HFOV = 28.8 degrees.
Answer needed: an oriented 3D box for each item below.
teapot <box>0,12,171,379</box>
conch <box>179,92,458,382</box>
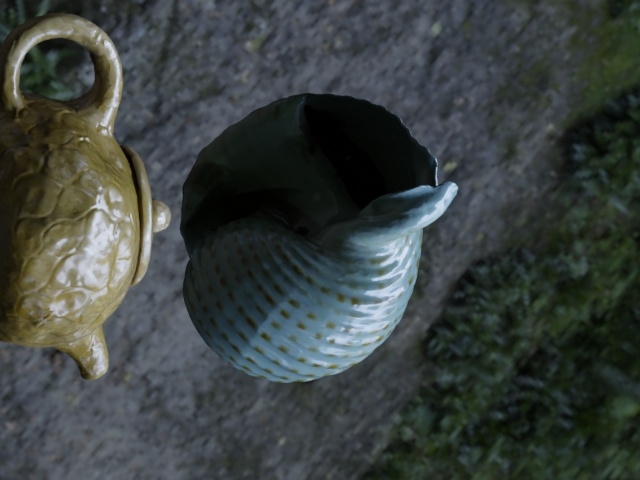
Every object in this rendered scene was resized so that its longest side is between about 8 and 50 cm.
[{"bbox_3d":[-0.201,-0.029,1.011,0.167,0.203,0.311,-4,110,-27],"label":"teapot"},{"bbox_3d":[0.001,0.006,0.839,0.200,0.172,0.131,-20,149,7],"label":"conch"}]
